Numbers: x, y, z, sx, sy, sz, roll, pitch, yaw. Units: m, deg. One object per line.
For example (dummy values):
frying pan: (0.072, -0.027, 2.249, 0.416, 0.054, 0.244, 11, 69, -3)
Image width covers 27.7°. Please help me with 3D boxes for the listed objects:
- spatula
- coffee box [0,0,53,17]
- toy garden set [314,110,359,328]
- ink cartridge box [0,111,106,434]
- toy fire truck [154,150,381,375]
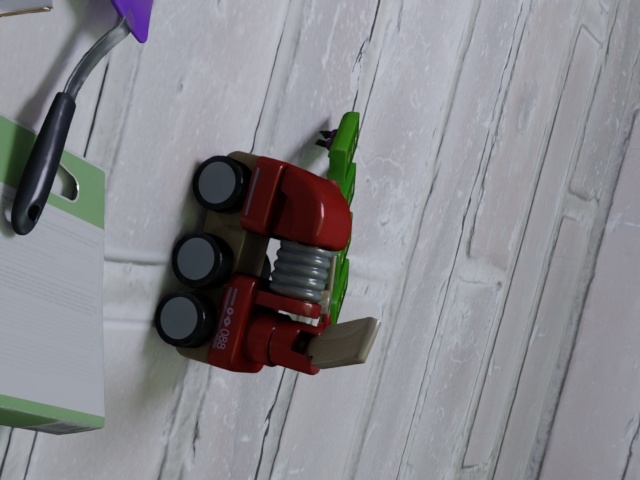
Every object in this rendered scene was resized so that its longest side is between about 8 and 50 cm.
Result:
spatula: (-0.192, -0.134, 1.067, 0.084, 0.030, 0.296, 59, 46, -57)
coffee box: (-0.243, -0.267, 0.791, 0.098, 0.141, 0.246, -27, 127, -57)
toy garden set: (0.000, 0.000, 1.501, 0.204, 0.049, 0.244, -71, 166, -59)
ink cartridge box: (-0.240, 0.033, 1.069, 0.171, 0.056, 0.235, 32, 51, -64)
toy fire truck: (-0.024, 0.037, 1.280, 0.158, 0.246, 0.217, 18, 88, -65)
